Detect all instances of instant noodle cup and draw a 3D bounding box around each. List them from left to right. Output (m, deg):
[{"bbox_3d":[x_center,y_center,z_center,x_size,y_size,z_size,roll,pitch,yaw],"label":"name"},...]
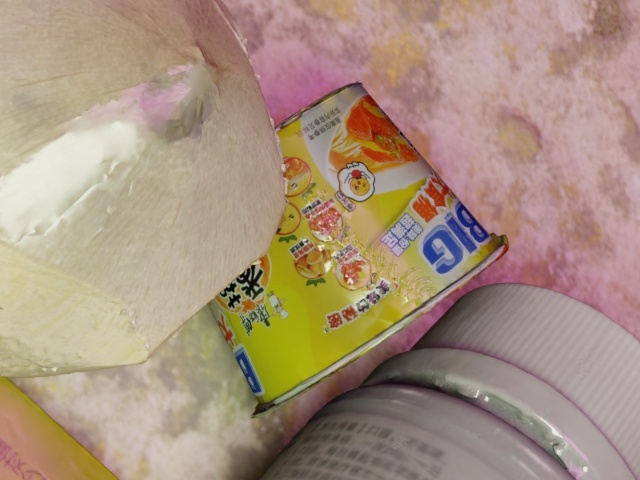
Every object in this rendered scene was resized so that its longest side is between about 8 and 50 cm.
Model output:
[{"bbox_3d":[0.000,0.000,1.175,0.205,0.205,0.153,-32,87,-36],"label":"instant noodle cup"}]

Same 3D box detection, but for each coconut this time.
[{"bbox_3d":[-0.140,-0.045,1.006,0.245,0.247,0.245,8,78,-39],"label":"coconut"}]

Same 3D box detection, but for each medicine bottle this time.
[{"bbox_3d":[0.083,0.196,1.138,0.245,0.245,0.306,53,56,-13],"label":"medicine bottle"}]

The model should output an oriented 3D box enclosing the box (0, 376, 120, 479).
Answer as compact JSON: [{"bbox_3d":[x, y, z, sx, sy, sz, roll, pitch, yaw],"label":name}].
[{"bbox_3d":[-0.240,0.207,1.036,0.153,0.041,0.279,45,57,-17],"label":"box"}]
